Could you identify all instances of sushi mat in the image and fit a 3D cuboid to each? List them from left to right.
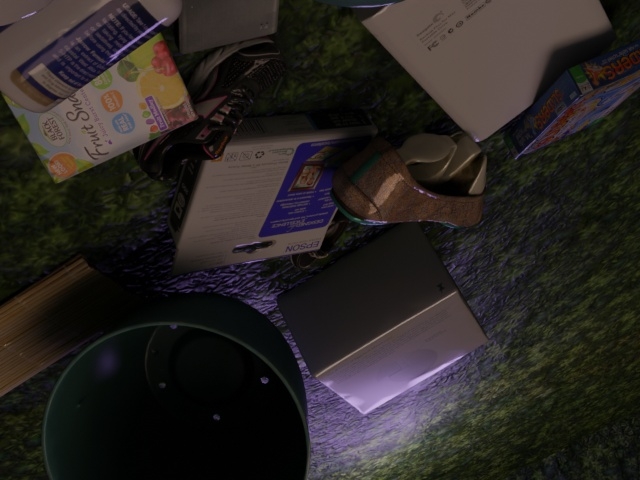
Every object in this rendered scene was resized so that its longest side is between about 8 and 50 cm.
[{"bbox_3d":[-0.367,0.128,1.112,0.316,0.019,0.151,-32,151,6],"label":"sushi mat"}]

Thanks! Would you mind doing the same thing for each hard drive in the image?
[{"bbox_3d":[-0.079,-0.224,0.806,0.094,0.022,0.135,-17,148,-18],"label":"hard drive"},{"bbox_3d":[0.184,-0.230,0.997,0.203,0.040,0.307,-37,149,15],"label":"hard drive"}]

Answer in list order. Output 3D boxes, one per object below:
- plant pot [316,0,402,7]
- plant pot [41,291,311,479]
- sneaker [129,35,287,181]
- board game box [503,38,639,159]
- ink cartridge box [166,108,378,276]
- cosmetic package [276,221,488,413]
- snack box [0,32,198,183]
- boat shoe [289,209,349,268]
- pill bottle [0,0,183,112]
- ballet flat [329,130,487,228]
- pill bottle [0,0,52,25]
[{"bbox_3d":[0.027,-0.286,0.585,0.271,0.272,0.255,-23,164,-9],"label":"plant pot"},{"bbox_3d":[-0.150,0.194,1.125,0.293,0.293,0.235,-35,-169,11],"label":"plant pot"},{"bbox_3d":[-0.101,-0.116,0.899,0.178,0.077,0.072,-35,151,11],"label":"sneaker"},{"bbox_3d":[0.315,-0.170,1.133,0.136,0.035,0.201,-24,170,-14],"label":"board game box"},{"bbox_3d":[-0.063,-0.053,1.057,0.206,0.045,0.208,-10,143,-31],"label":"ink cartridge box"},{"bbox_3d":[0.093,0.113,1.350,0.224,0.138,0.225,-31,151,5],"label":"cosmetic package"},{"bbox_3d":[-0.189,-0.123,0.823,0.141,0.037,0.100,-25,127,-4],"label":"snack box"},{"bbox_3d":[0.000,0.000,1.199,0.046,0.038,0.125,-3,142,-38],"label":"boat shoe"},{"bbox_3d":[-0.166,-0.189,0.698,0.186,0.112,0.112,-33,150,8],"label":"pill bottle"},{"bbox_3d":[0.133,-0.073,1.096,0.106,0.107,0.316,-53,159,24],"label":"ballet flat"},{"bbox_3d":[-0.200,-0.264,0.504,0.160,0.160,0.283,-13,147,-24],"label":"pill bottle"}]
